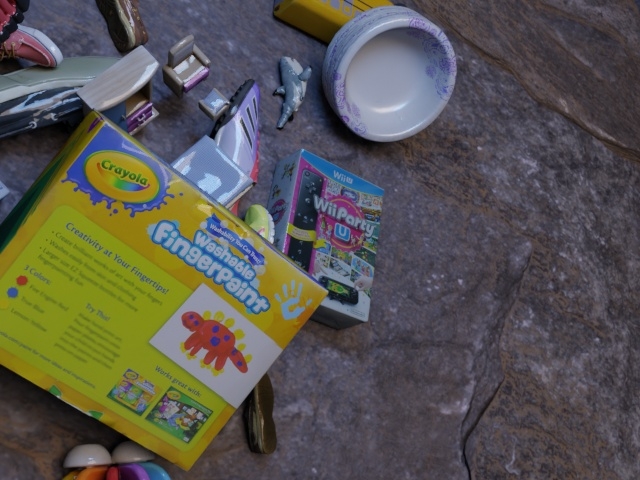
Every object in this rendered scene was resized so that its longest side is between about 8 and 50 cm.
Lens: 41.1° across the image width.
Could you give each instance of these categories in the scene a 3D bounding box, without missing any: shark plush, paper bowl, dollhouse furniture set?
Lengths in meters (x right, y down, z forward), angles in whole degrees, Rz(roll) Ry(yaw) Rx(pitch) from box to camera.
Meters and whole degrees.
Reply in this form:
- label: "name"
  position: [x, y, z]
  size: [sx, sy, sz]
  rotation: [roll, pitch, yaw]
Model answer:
- label: "shark plush"
  position: [-0.071, -0.311, 1.824]
  size: [0.067, 0.073, 0.161]
  rotation: [15, 86, -11]
- label: "paper bowl"
  position: [0.140, -0.370, 1.867]
  size: [0.284, 0.284, 0.148]
  rotation: [18, 23, -31]
- label: "dollhouse furniture set"
  position: [-0.220, -0.170, 1.465]
  size: [0.286, 0.198, 0.303]
  rotation: [-42, 86, -19]

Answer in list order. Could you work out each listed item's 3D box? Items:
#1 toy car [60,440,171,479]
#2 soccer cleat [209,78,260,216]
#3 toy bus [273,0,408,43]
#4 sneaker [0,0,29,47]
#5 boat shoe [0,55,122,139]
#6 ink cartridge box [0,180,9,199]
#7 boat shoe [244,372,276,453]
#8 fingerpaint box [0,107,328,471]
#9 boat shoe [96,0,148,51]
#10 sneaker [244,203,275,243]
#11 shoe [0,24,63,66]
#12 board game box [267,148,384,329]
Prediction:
- label: "toy car"
  position: [-0.313, 0.393, 1.331]
  size: [0.182, 0.136, 0.159]
  rotation: [5, 72, -36]
- label: "soccer cleat"
  position: [-0.162, -0.163, 1.642]
  size: [0.117, 0.109, 0.318]
  rotation: [24, 65, -14]
- label: "toy bus"
  position: [0.064, -0.507, 1.933]
  size: [0.333, 0.108, 0.130]
  rotation: [20, 64, -31]
- label: "sneaker"
  position: [-0.564, -0.297, 1.304]
  size: [0.116, 0.136, 0.313]
  rotation: [69, 36, -62]
- label: "boat shoe"
  position: [-0.457, -0.233, 1.457]
  size: [0.340, 0.127, 0.113]
  rotation: [-26, 131, -41]
- label: "ink cartridge box"
  position: [-0.584, -0.119, 1.270]
  size: [0.223, 0.045, 0.224]
  rotation: [49, 8, -14]
- label: "boat shoe"
  position: [-0.116, 0.314, 1.561]
  size: [0.056, 0.049, 0.152]
  rotation: [18, 64, -57]
- label: "fingerpaint box"
  position: [-0.278, 0.081, 1.323]
  size: [0.445, 0.163, 0.371]
  rotation: [38, 90, -27]
- label: "boat shoe"
  position: [-0.378, -0.447, 1.616]
  size: [0.060, 0.064, 0.177]
  rotation: [-24, 96, -44]
- label: "sneaker"
  position: [-0.148, 0.020, 1.617]
  size: [0.094, 0.081, 0.208]
  rotation: [20, 64, -27]
- label: "shoe"
  position: [-0.524, -0.323, 1.431]
  size: [0.178, 0.063, 0.081]
  rotation: [30, 58, 12]
- label: "board game box"
  position: [0.000, 0.000, 1.726]
  size: [0.224, 0.098, 0.303]
  rotation: [24, 61, -29]
